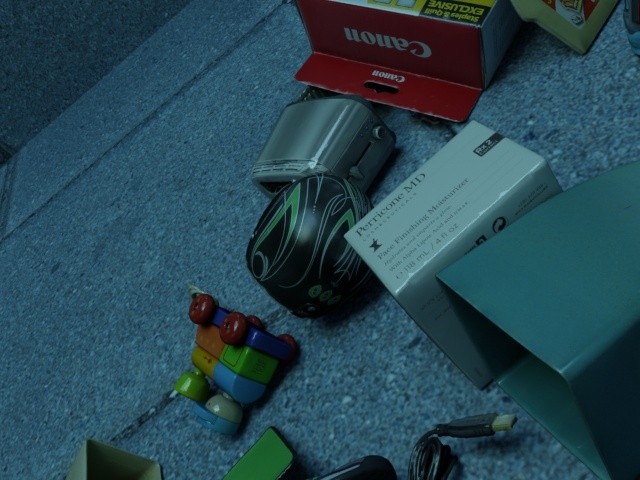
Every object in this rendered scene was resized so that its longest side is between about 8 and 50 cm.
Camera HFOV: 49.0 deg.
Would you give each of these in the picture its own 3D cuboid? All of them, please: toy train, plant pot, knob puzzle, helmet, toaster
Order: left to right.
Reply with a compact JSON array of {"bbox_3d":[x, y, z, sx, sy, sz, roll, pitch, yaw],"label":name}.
[{"bbox_3d":[-0.266,0.327,0.860,0.096,0.109,0.109,-48,33,14],"label":"plant pot"},{"bbox_3d":[-0.152,0.151,0.946,0.248,0.105,0.143,18,80,52],"label":"toy train"},{"bbox_3d":[-0.007,-0.126,1.063,0.227,0.129,0.146,6,59,46],"label":"toaster"},{"bbox_3d":[0.000,0.000,0.891,0.161,0.169,0.169,-52,32,15],"label":"helmet"},{"bbox_3d":[0.319,-0.370,0.970,0.213,0.213,0.030,-55,4,-17],"label":"knob puzzle"},{"bbox_3d":[0.259,0.047,0.593,0.234,0.165,0.165,-37,34,-6],"label":"plant pot"}]

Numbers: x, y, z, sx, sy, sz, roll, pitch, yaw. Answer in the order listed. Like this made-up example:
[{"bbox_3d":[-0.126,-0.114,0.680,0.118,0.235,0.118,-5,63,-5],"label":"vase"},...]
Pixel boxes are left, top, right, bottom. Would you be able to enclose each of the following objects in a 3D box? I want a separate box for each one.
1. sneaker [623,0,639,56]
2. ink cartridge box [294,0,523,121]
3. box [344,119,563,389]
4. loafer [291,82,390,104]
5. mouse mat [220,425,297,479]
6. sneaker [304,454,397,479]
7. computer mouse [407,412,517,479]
[{"bbox_3d":[0.447,-0.352,0.853,0.104,0.125,0.261,8,59,48],"label":"sneaker"},{"bbox_3d":[0.131,-0.347,1.068,0.310,0.130,0.271,19,65,26],"label":"ink cartridge box"},{"bbox_3d":[0.156,0.015,0.699,0.181,0.182,0.119,-42,35,1],"label":"box"},{"bbox_3d":[0.059,-0.262,1.194,0.251,0.094,0.087,-32,10,0],"label":"loafer"},{"bbox_3d":[-0.102,0.286,0.757,0.189,0.007,0.152,-48,9,-11],"label":"mouse mat"},{"bbox_3d":[-0.028,0.266,0.706,0.224,0.083,0.098,-38,30,8],"label":"sneaker"},{"bbox_3d":[0.169,0.230,0.571,0.262,0.060,0.184,-23,42,45],"label":"computer mouse"}]
